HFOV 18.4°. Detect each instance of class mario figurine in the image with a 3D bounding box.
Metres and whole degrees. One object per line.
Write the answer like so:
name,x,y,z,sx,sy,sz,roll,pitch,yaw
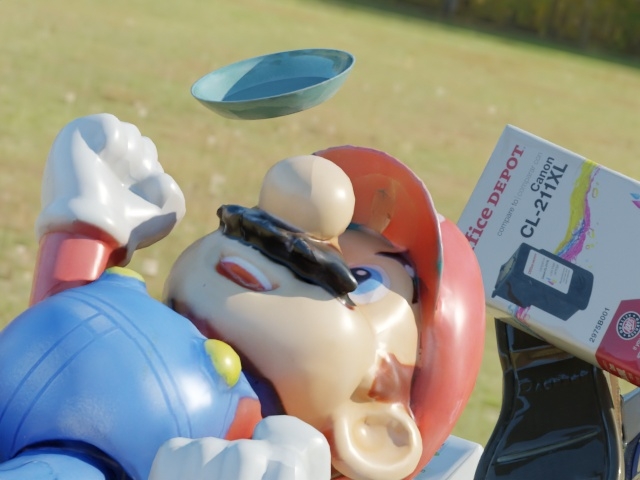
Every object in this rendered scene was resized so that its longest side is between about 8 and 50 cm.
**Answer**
mario figurine,-0.060,0.028,0.700,0.320,0.198,0.170,-19,-13,-44

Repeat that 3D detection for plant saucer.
plant saucer,-0.032,-0.109,1.406,0.119,0.021,0.119,-10,20,4

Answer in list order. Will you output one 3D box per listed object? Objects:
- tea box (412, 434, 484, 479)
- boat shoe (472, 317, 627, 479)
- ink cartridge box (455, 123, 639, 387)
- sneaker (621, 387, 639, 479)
tea box,-0.025,0.322,1.747,0.323,0.220,0.329,-41,30,-24
boat shoe,0.182,0.152,1.456,0.110,0.307,0.104,-5,-36,22
ink cartridge box,0.185,0.013,1.414,0.175,0.127,0.072,25,-4,18
sneaker,0.313,0.120,1.518,0.112,0.296,0.131,13,24,-41
